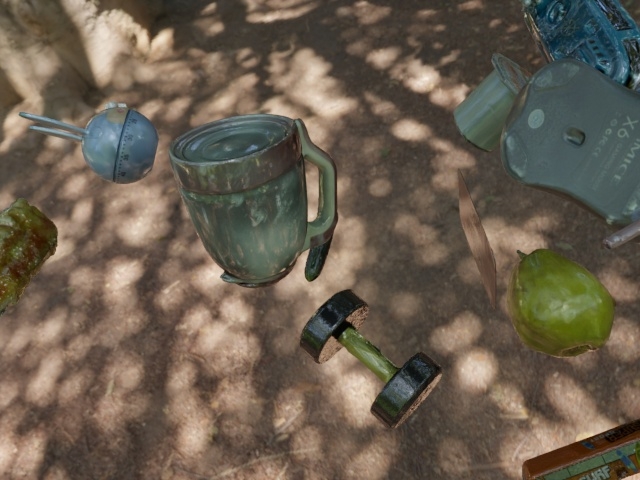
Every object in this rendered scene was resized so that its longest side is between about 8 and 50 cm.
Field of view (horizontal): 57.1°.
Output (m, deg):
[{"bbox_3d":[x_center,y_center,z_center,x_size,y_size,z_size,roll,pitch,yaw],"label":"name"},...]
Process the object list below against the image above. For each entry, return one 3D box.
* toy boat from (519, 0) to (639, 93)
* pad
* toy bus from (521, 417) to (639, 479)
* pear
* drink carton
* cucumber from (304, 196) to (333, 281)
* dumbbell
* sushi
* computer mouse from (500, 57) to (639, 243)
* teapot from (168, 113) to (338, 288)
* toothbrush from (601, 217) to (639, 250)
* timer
[{"bbox_3d":[0.373,-0.283,0.849,0.134,0.092,0.299,-47,46,42],"label":"toy boat"},{"bbox_3d":[0.315,-0.007,1.194,0.004,0.181,0.267,-13,47,5],"label":"pad"},{"bbox_3d":[0.651,0.485,1.318,0.409,0.092,0.093,-25,1,10],"label":"toy bus"},{"bbox_3d":[0.685,0.175,1.743,0.287,0.287,0.375,-24,58,-1],"label":"pear"},{"bbox_3d":[0.456,-0.350,1.523,0.189,0.191,0.185,-41,45,41],"label":"drink carton"},{"bbox_3d":[0.000,0.000,1.451,0.058,0.052,0.215,14,77,-9],"label":"cucumber"},{"bbox_3d":[0.123,0.294,1.481,0.322,0.204,0.204,40,68,22],"label":"dumbbell"},{"bbox_3d":[-0.660,0.046,1.216,0.184,0.139,0.274,-29,30,33],"label":"sushi"},{"bbox_3d":[0.356,-0.091,0.686,0.090,0.167,0.379,7,30,-30],"label":"computer mouse"},{"bbox_3d":[-0.099,-0.072,1.126,0.315,0.312,0.233,-26,35,-25],"label":"teapot"},{"bbox_3d":[0.161,-0.020,0.254,0.097,0.008,0.006,-28,60,-11],"label":"toothbrush"},{"bbox_3d":[-0.451,-0.225,1.213,0.175,0.255,0.175,-51,11,14],"label":"timer"}]
